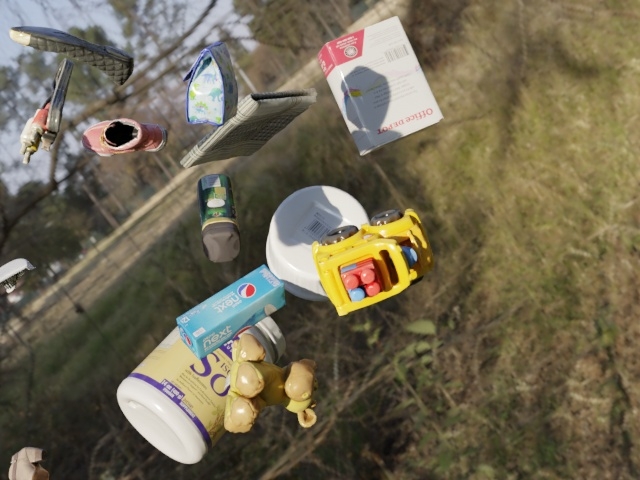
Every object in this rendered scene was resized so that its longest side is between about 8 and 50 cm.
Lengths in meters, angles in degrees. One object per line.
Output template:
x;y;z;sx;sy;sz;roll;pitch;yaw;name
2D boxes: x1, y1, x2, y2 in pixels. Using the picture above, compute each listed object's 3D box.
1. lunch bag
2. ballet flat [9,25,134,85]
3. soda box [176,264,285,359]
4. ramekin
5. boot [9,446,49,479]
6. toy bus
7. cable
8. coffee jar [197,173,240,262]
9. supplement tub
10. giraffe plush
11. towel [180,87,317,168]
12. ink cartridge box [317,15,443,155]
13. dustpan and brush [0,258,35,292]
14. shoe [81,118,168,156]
-0.216;-0.314;1.726;0.096;0.151;0.129;8;20;4;lunch bag
-0.336;-0.252;1.180;0.049;0.173;0.057;-64;34;20;ballet flat
-0.169;0.137;1.674;0.210;0.067;0.071;-31;-35;-24;soda box
0.000;0.000;2.142;0.277;0.277;0.135;-38;-17;-13;ramekin
-0.600;0.479;1.773;0.087;0.042;0.118;-19;52;23;boot
0.102;0.045;1.584;0.220;0.149;0.211;-21;10;2;toy bus
-0.588;-0.306;1.880;0.139;0.072;0.287;-43;38;50;cable
-0.212;-0.046;1.805;0.079;0.096;0.184;-6;48;-7;coffee jar
-0.255;0.296;1.915;0.331;0.241;0.241;-48;12;-31;supplement tub
-0.081;0.270;1.601;0.210;0.170;0.181;159;120;-78;giraffe plush
-0.179;-0.296;2.317;0.312;0.056;0.324;-38;-9;34;towel
0.157;-0.413;2.334;0.226;0.306;0.131;-23;1;-15;ink cartridge box
-0.736;0.084;2.076;0.147;0.060;0.211;-30;23;1;dustpan and brush
-0.357;-0.181;1.496;0.178;0.063;0.081;2;-1;26;shoe
